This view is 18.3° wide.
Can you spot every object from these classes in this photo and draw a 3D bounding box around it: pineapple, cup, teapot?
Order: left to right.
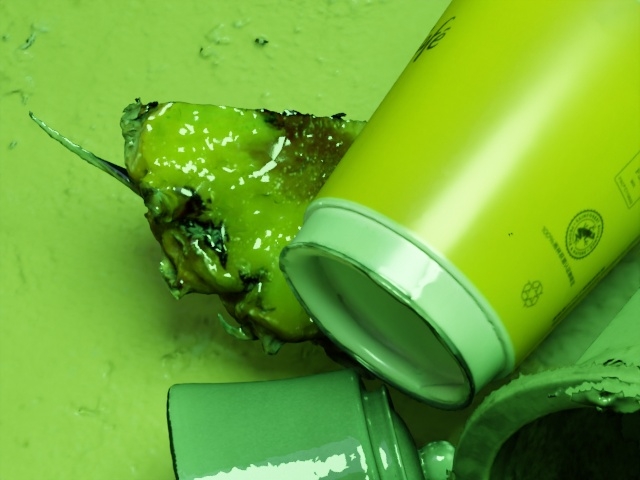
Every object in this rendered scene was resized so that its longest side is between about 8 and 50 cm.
[{"bbox_3d":[-0.001,0.000,1.234,0.334,0.158,0.161,2,93,-25],"label":"pineapple"},{"bbox_3d":[0.007,0.142,1.098,0.149,0.239,0.162,-14,91,3],"label":"teapot"},{"bbox_3d":[0.112,-0.052,1.093,0.196,0.196,0.280,31,69,27],"label":"cup"}]

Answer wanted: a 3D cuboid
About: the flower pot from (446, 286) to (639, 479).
[{"bbox_3d":[0.244,0.106,1.059,0.290,0.290,0.259,21,48,22],"label":"flower pot"}]
